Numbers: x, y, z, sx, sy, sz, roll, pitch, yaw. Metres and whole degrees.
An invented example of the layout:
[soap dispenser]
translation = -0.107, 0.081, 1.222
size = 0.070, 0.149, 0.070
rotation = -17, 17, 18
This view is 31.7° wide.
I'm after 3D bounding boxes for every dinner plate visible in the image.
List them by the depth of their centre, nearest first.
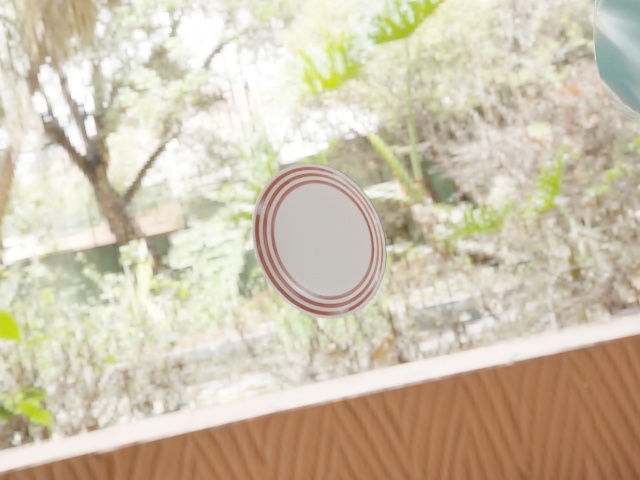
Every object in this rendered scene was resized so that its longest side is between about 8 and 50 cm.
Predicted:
[dinner plate]
translation = 0.000, 0.000, 0.994
size = 0.141, 0.141, 0.017
rotation = -12, 5, 37

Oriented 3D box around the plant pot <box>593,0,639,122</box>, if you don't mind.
[plant pot]
translation = 0.314, -0.130, 0.523
size = 0.293, 0.293, 0.235
rotation = -12, 41, -44
